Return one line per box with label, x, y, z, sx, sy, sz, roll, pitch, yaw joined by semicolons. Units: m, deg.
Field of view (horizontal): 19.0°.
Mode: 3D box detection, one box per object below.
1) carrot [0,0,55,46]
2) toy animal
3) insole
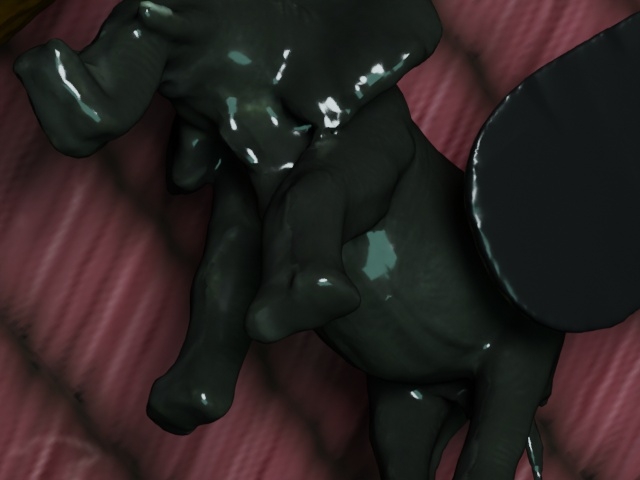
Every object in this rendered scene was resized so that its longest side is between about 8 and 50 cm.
carrot;-0.091;-0.203;0.507;0.241;0.241;0.341;43;90;-17
toy animal;-0.005;0.000;0.621;0.114;0.146;0.245;-10;135;29
insole;0.187;-0.071;0.668;0.348;0.009;0.119;-30;103;-25
